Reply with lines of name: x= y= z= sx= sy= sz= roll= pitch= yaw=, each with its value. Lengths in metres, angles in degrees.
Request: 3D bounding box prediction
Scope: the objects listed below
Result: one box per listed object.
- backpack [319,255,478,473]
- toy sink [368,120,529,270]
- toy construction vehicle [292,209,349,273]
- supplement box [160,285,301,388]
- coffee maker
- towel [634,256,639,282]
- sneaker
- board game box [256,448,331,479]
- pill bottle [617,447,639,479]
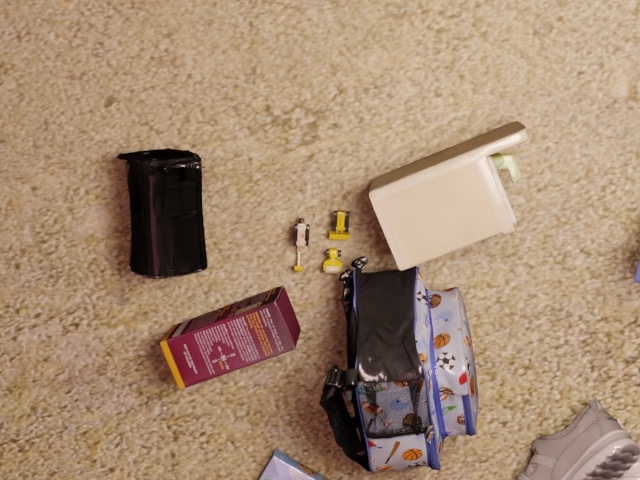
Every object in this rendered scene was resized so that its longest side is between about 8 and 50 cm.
backpack: x=0.120 y=0.196 z=1.595 sx=0.213 sy=0.276 sz=0.263 roll=3 pitch=128 yaw=6
toy sink: x=0.201 y=-0.062 z=1.584 sx=0.234 sy=0.153 sz=0.131 roll=-22 pitch=98 yaw=8
toy construction vehicle: x=0.000 y=0.000 z=1.677 sx=0.086 sy=0.035 sz=0.098 roll=0 pitch=104 yaw=-6
supplement box: x=-0.132 y=0.145 z=1.676 sx=0.188 sy=0.104 sz=0.080 roll=-20 pitch=99 yaw=8
coffee maker: x=-0.227 y=-0.036 z=1.616 sx=0.120 sy=0.171 sz=0.178 roll=-5 pitch=103 yaw=-11
towel: x=0.602 y=-0.029 z=1.458 sx=0.336 sy=0.243 sz=0.040 roll=-4 pitch=128 yaw=35
sneaker: x=0.355 y=0.353 z=1.691 sx=0.105 sy=0.115 sz=0.281 roll=26 pitch=121 yaw=-40
board game box: x=-0.020 y=0.449 z=1.759 sx=0.212 sy=0.039 sz=0.160 roll=30 pitch=102 yaw=0
pill bottle: x=0.486 y=0.395 z=1.682 sx=0.086 sy=0.086 sz=0.151 roll=-13 pitch=99 yaw=7
